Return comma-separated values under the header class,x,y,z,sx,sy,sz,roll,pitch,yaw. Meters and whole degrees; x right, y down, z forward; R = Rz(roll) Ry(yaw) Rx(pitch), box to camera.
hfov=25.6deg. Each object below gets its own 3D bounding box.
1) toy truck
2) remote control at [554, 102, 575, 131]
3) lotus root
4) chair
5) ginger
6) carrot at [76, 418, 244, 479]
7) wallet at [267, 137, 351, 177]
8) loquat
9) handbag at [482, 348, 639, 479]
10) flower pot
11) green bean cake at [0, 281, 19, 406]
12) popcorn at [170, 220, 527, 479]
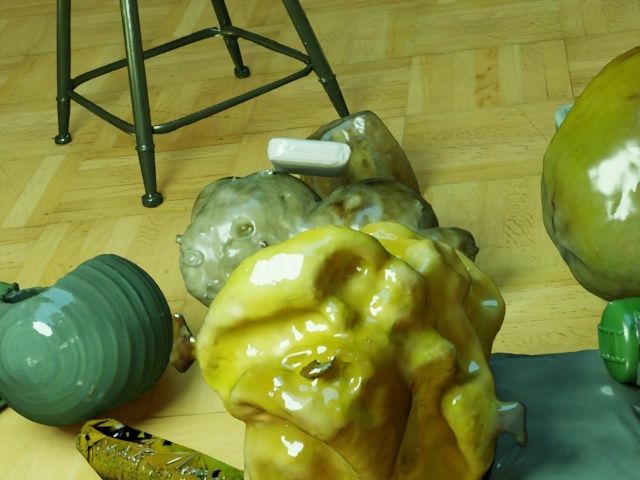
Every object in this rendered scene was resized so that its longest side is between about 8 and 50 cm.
class,x,y,z,sx,sy,sz,roll,pitch,yaw
toy truck,0.383,0.092,1.298,0.243,0.101,0.125,-4,12,-4
remote control,0.389,-0.097,1.785,0.128,0.065,0.335,-8,27,1
lotus root,0.033,-0.091,1.859,0.159,0.135,0.095,-10,25,31
chair,-0.215,-0.344,2.095,0.365,0.410,0.362,-23,30,-24
ginger,0.000,0.000,1.628,0.375,0.176,0.256,2,14,22
carrot,-0.145,0.224,1.363,0.229,0.069,0.069,13,35,35
wallet,-0.013,-0.095,1.616,0.095,0.033,0.190,6,-1,-2
loquat,0.372,-0.072,1.506,0.284,0.276,0.276,-30,30,-5
handbag,0.234,0.189,1.294,0.192,0.074,0.332,-4,25,6
flower pot,-0.253,0.106,1.486,0.189,0.157,0.243,-23,2,16
green bean cake,-0.455,0.130,1.587,0.227,0.124,0.222,-3,26,10
popcorn,0.046,0.133,1.225,0.281,0.297,0.316,8,3,26
